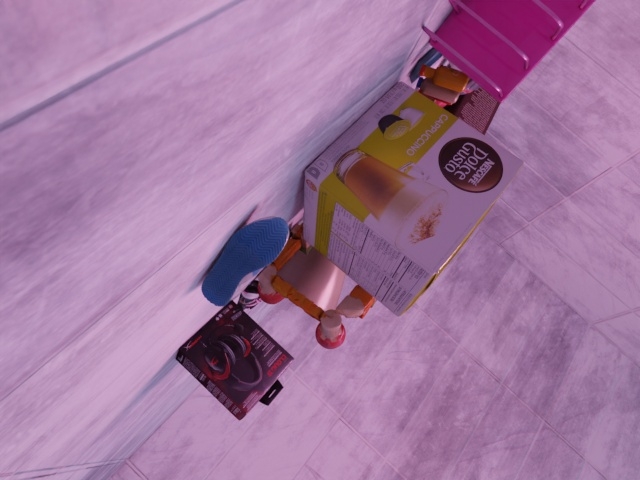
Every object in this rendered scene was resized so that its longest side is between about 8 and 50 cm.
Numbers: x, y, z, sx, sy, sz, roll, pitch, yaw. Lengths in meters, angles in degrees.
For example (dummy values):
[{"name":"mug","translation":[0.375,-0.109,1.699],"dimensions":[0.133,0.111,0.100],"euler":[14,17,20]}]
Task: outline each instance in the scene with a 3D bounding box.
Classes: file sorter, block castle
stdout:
[{"name":"file sorter","translation":[0.357,-0.435,0.832],"dimensions":[0.290,0.202,0.182],"euler":[-50,172,24]},{"name":"block castle","translation":[0.061,0.053,1.322],"dimensions":[0.453,0.303,0.213],"euler":[-50,164,-20]}]

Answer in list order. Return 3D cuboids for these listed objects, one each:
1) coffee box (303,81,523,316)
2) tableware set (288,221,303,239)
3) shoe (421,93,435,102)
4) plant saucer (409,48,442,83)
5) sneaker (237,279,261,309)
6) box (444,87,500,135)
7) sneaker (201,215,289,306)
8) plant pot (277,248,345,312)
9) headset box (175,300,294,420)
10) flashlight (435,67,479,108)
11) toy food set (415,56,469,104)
[{"name":"coffee box","translation":[0.190,-0.082,1.078],"dimensions":[0.337,0.334,0.338],"euler":[-46,166,-19]},{"name":"tableware set","translation":[-0.081,-0.017,1.360],"dimensions":[0.154,0.024,0.104],"euler":[-38,163,-54]},{"name":"shoe","translation":[0.273,-0.367,1.333],"dimensions":[0.219,0.077,0.058],"euler":[-53,-174,19]},{"name":"plant saucer","translation":[0.278,-0.448,1.095],"dimensions":[0.192,0.018,0.067],"euler":[-45,174,-24]},{"name":"sneaker","translation":[-0.210,0.173,1.421],"dimensions":[0.077,0.072,0.178],"euler":[-59,162,7]},{"name":"box","translation":[0.455,-0.408,1.510],"dimensions":[0.381,0.143,0.191],"euler":[-62,-161,-13]},{"name":"sneaker","translation":[-0.141,0.029,0.888],"dimensions":[0.229,0.087,0.092],"euler":[-42,-175,25]},{"name":"plant pot","translation":[-0.009,0.064,1.525],"dimensions":[0.274,0.257,0.256],"euler":[-64,175,0]},{"name":"headset box","translation":[-0.238,0.359,1.351],"dimensions":[0.218,0.293,0.110],"euler":[-43,174,-36]},{"name":"flashlight","translation":[0.360,-0.424,1.385],"dimensions":[0.304,0.103,0.103],"euler":[-39,-132,53]},{"name":"toy food set","translation":[0.287,-0.399,1.090],"dimensions":[0.111,0.105,0.232],"euler":[108,3,-45]}]
